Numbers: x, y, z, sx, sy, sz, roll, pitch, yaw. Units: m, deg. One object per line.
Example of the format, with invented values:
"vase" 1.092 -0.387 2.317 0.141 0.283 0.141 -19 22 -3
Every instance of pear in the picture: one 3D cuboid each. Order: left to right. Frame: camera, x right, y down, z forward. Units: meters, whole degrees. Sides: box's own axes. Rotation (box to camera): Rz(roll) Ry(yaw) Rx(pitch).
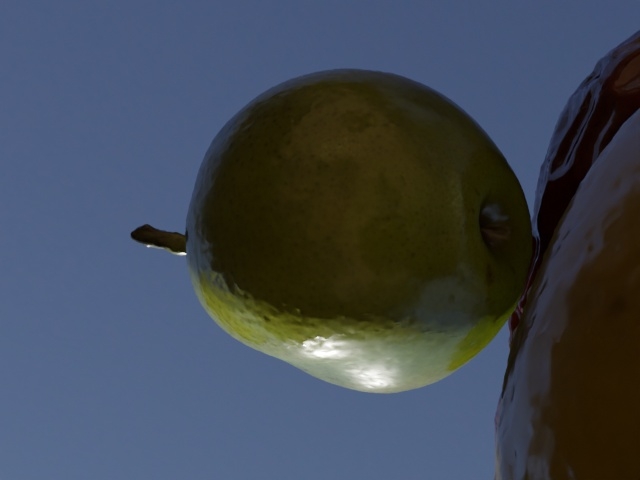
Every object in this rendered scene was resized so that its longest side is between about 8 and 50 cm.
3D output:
"pear" 0.000 0.000 0.921 0.216 0.180 0.166 -11 -102 31

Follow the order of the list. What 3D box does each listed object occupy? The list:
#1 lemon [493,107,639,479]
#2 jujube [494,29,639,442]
"lemon" 0.171 0.051 0.533 0.263 0.236 0.236 -45 -117 -6
"jujube" 0.197 0.042 0.957 0.216 0.216 0.342 30 -57 27
